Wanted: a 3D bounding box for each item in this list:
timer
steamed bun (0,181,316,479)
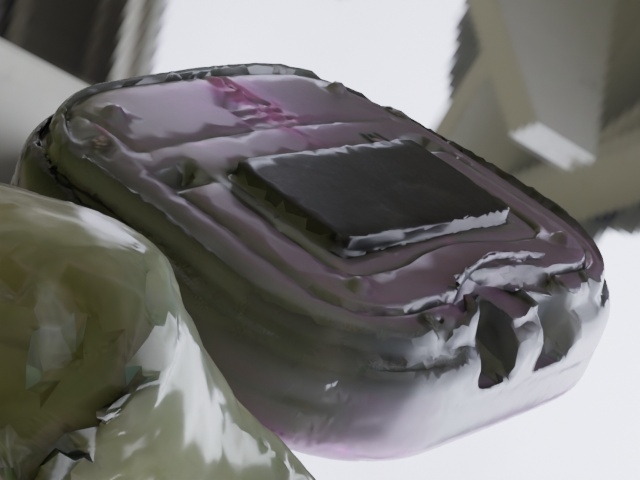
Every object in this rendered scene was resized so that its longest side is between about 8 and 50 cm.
[{"bbox_3d":[0.000,0.000,0.723,0.191,0.208,0.069,34,-65,27],"label":"timer"},{"bbox_3d":[-0.145,0.110,0.497,0.268,0.280,0.207,-44,-133,-16],"label":"steamed bun"}]
